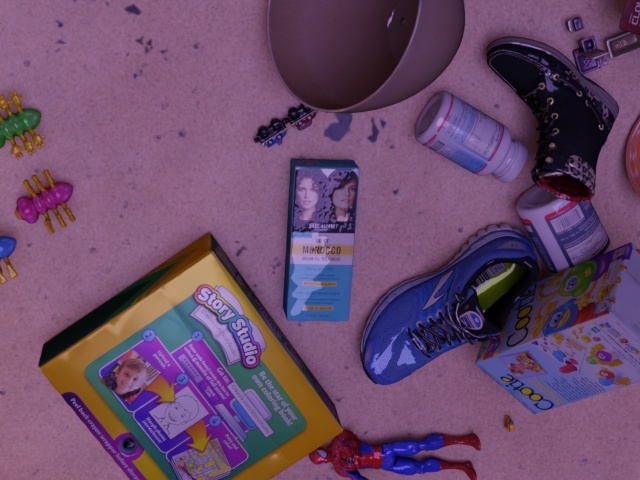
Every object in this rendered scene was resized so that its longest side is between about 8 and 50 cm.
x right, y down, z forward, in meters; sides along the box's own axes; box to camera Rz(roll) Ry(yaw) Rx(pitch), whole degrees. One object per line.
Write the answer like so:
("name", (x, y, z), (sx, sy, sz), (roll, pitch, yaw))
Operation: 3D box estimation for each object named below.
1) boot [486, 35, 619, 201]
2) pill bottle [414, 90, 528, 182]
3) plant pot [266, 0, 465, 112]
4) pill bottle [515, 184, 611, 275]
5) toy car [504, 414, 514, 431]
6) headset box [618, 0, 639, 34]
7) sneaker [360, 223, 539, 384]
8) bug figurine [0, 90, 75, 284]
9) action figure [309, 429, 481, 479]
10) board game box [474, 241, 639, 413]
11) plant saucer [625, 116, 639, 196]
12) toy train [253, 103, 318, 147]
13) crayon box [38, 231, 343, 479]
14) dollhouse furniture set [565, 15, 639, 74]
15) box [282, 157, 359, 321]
("boot", (0.332, -0.179, 1.617), (0.236, 0.085, 0.178), (30, 60, -18))
("pill bottle", (0.228, -0.152, 1.653), (0.160, 0.087, 0.087), (28, 100, -15))
("plant pot", (0.091, -0.307, 1.518), (0.191, 0.284, 0.284), (3, 109, -45))
("pill bottle", (0.389, -0.002, 1.709), (0.108, 0.108, 0.180), (-31, 109, 1))
("toy car", (0.349, 0.267, 1.816), (0.060, 0.040, 0.122), (12, 104, -11))
("headset box", (0.585, -0.315, 1.542), (0.218, 0.293, 0.110), (-2, 112, -40))
("sneaker", (0.198, 0.108, 1.694), (0.330, 0.147, 0.130), (-41, 107, 6))
("bug figurine", (-0.477, -0.083, 1.581), (0.216, 0.072, 0.279), (-24, 103, -7))
("action figure", (0.123, 0.362, 1.767), (0.280, 0.139, 0.091), (3, 104, -6))
("board game box", (0.391, 0.137, 1.655), (0.144, 0.142, 0.275), (41, 141, -17))
("plant saucer", (0.568, -0.131, 1.678), (0.037, 0.200, 0.200), (14, 109, -55))
("toy train", (-0.028, -0.184, 1.641), (0.158, 0.027, 0.036), (-31, 119, 1))
("crayon box", (-0.194, 0.226, 1.694), (0.313, 0.106, 0.363), (-34, 108, 1))
("dollhouse furniture set", (0.441, -0.303, 1.642), (0.114, 0.081, 0.091), (-21, 108, -2))
("box", (0.000, 0.000, 1.679), (0.100, 0.060, 0.244), (1, 106, -8))
